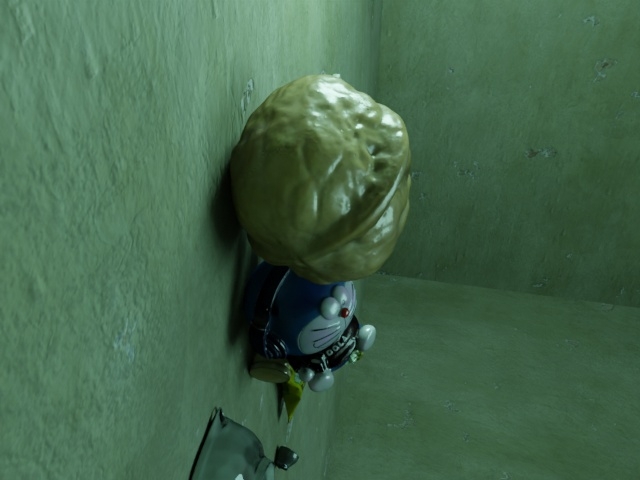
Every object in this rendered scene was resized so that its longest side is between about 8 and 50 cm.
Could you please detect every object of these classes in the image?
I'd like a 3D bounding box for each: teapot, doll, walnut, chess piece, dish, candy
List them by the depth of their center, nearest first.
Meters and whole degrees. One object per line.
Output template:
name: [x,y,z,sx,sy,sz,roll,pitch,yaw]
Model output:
walnut: [0.006,-0.111,1.161,0.381,0.381,0.381,7,90,-81]
dish: [-0.163,0.488,1.228,0.303,0.120,0.303,8,90,-80]
doll: [-0.030,0.151,1.346,0.284,0.240,0.310,-53,145,-24]
chess piece: [-0.107,0.242,1.487,0.094,0.094,0.170,84,11,-54]
candy: [-0.070,0.381,1.817,0.297,0.081,0.187,87,15,-47]
teapot: [-0.108,0.658,1.901,0.057,0.066,0.088,-55,-179,-28]

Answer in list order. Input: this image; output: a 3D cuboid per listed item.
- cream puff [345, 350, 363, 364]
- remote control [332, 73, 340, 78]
cream puff: [0.016,0.299,1.987,0.221,0.195,0.194,51,40,-39]
remote control: [0.048,-0.448,2.069,0.087,0.029,0.190,-74,167,-46]
